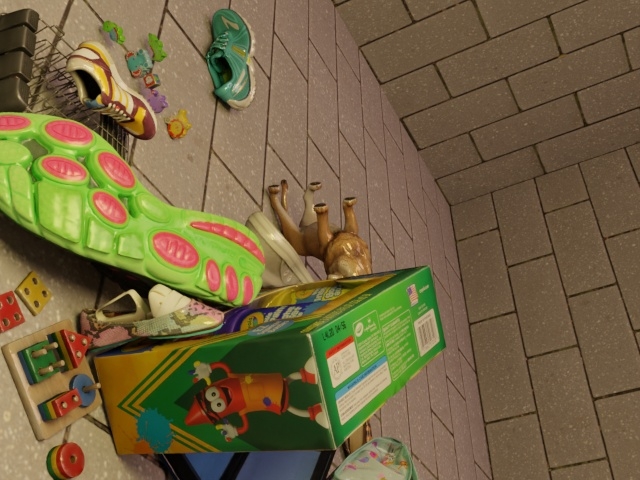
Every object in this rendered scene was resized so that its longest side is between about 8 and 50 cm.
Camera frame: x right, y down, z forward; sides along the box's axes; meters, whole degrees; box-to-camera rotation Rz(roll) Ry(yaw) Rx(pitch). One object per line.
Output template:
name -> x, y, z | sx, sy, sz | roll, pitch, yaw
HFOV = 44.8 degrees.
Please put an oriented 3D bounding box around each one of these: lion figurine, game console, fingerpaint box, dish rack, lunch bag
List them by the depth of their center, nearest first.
dish rack -> -0.402, -0.216, 1.221 | 0.271, 0.074, 0.208 | 45, 34, -53
fingerpaint box -> -0.056, 0.173, 1.223 | 0.445, 0.371, 0.163 | -20, 99, -60
game console -> -0.116, 0.344, 1.329 | 0.293, 0.250, 0.173 | -57, 152, -65
lunch bag -> 0.077, 0.525, 1.541 | 0.160, 0.223, 0.262 | 33, 18, 13
lion figurine -> 0.000, 0.000, 1.849 | 0.392, 0.142, 0.240 | -142, -139, -60

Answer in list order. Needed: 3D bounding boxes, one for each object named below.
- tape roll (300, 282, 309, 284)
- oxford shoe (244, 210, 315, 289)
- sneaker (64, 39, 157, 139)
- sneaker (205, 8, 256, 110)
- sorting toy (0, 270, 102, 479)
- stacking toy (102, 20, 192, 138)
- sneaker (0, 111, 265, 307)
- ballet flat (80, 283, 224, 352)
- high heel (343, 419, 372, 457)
tape roll -> 0.039, 0.207, 1.582 | 0.169, 0.246, 0.246 | 1, 67, -33
oxford shoe -> -0.098, 0.076, 1.680 | 0.169, 0.130, 0.449 | 47, -5, 24
sneaker -> -0.332, -0.217, 1.218 | 0.185, 0.070, 0.083 | 54, 34, -32
sneaker -> -0.219, -0.445, 1.853 | 0.110, 0.107, 0.275 | 21, 52, -53
sorting toy -> -0.349, 0.171, 1.045 | 0.274, 0.046, 0.132 | 70, 20, -3
stacking toy -> -0.338, -0.308, 1.498 | 0.221, 0.052, 0.167 | 70, 18, 4
sneaker -> -0.308, -0.009, 1.147 | 0.483, 0.202, 0.185 | 35, 52, -32
ballet flat -> -0.248, 0.106, 1.101 | 0.077, 0.222, 0.079 | -45, 123, -70
high heel -> 0.071, 0.419, 1.825 | 0.186, 0.093, 0.261 | -94, 165, -50
